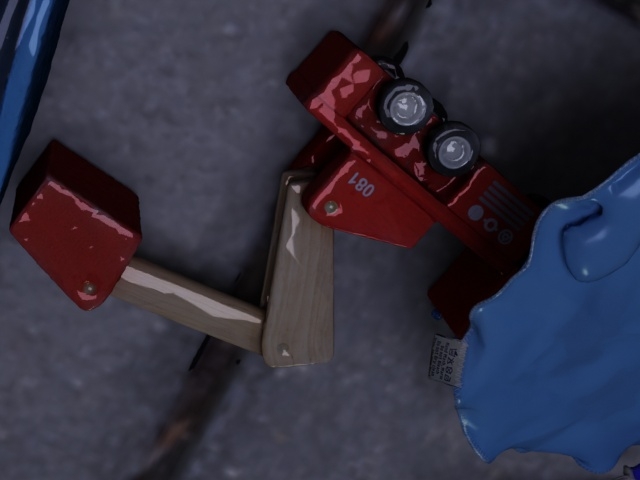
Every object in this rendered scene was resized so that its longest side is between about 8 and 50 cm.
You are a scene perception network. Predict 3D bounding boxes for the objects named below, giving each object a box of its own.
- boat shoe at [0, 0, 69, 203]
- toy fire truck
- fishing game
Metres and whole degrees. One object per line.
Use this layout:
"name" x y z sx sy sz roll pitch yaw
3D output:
"boat shoe" -0.134 -0.048 0.359 0.089 0.109 0.258 20 103 -13
"toy fire truck" 0.000 0.000 0.432 0.192 0.047 0.135 39 99 -21
"fishing game" 0.124 0.018 0.423 0.189 0.041 0.264 -7 133 -26
